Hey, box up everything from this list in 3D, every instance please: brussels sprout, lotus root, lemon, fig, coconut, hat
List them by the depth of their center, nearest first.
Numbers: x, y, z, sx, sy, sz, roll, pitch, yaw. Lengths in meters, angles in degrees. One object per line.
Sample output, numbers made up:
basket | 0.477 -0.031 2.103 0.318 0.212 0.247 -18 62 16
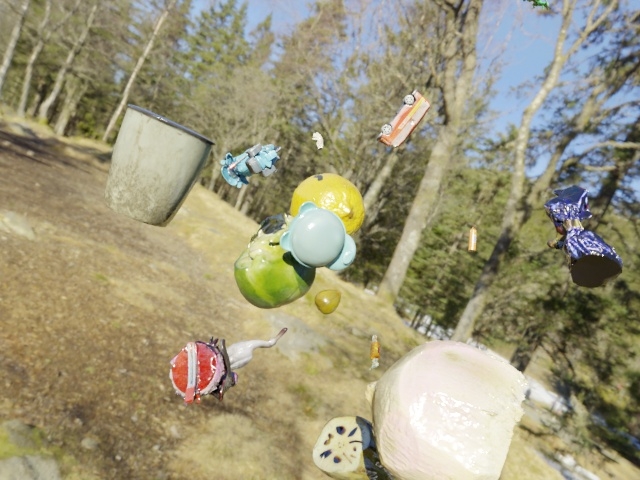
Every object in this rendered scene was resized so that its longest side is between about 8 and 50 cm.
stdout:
hat | -0.247 0.319 1.215 0.140 0.129 0.227 58 5 30
coconut | 0.294 0.447 1.342 0.405 0.404 0.404 26 2 -1
fig | 0.025 0.182 1.590 0.074 0.088 0.074 48 -19 22
lotus root | 0.152 0.781 1.843 0.346 0.250 0.250 52 -12 -31
brussels sprout | -0.170 0.086 2.003 0.276 0.371 0.314 -7 -44 35
lemon | 0.029 -0.130 2.232 0.336 0.336 0.336 26 2 -1

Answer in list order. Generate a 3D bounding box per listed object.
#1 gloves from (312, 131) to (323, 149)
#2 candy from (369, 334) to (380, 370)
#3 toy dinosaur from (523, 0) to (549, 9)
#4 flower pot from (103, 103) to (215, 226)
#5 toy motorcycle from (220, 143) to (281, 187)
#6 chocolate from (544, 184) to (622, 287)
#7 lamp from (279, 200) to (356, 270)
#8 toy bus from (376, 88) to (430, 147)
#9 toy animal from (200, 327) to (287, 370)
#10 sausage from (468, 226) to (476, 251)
gloves | -0.005 -0.368 1.959 0.044 0.037 0.080 92 -26 -85
candy | 0.256 0.521 2.431 0.047 0.182 0.053 15 -39 -7
toy dinosaur | 0.449 -0.515 1.097 0.083 0.021 0.062 34 13 -38
flower pot | -0.533 -0.229 1.680 0.294 0.330 0.293 23 3 -1
toy motorcycle | -0.230 -0.255 1.717 0.123 0.182 0.272 57 -16 -17
chocolate | 0.658 -0.035 1.364 0.126 0.148 0.343 37 35 -27
lamp | 0.006 0.004 1.824 0.284 0.209 0.147 35 0 -43
toy bus | 0.236 -0.338 1.479 0.077 0.174 0.079 37 10 -3
toy animal | -0.288 0.404 1.884 0.324 0.195 0.090 -2 49 -28
sausage | 0.640 -0.006 2.194 0.031 0.107 0.031 9 -17 3
